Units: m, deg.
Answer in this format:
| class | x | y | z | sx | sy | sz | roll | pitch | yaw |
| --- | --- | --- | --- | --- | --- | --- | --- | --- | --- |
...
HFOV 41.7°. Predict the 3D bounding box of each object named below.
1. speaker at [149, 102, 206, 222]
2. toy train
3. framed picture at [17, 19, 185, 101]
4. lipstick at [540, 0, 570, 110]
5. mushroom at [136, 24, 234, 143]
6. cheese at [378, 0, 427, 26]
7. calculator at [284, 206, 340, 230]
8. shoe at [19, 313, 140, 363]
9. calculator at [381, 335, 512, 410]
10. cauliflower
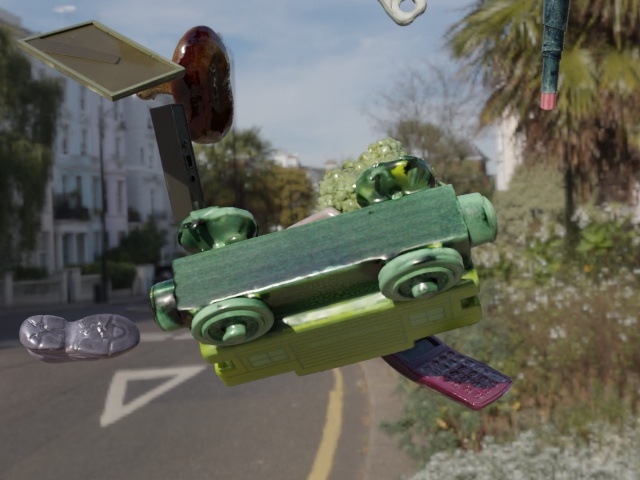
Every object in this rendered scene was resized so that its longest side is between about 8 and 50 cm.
| class | x | y | z | sx | sy | sz | roll | pitch | yaw |
| --- | --- | --- | --- | --- | --- | --- | --- | --- | --- |
| speaker | -0.231 | -0.127 | 1.379 | 0.046 | 0.191 | 0.040 | -7 | 8 | 30 |
| toy train | 0.013 | 0.057 | 1.095 | 0.441 | 0.179 | 0.272 | -15 | -32 | 4 |
| framed picture | -0.325 | -0.271 | 1.255 | 0.203 | 0.015 | 0.150 | 30 | 39 | 22 |
| lipstick | 0.478 | -0.385 | 1.724 | 0.053 | 0.234 | 0.053 | 2 | 7 | 0 |
| mushroom | -0.281 | -0.306 | 1.622 | 0.217 | 0.227 | 0.148 | 16 | 27 | 30 |
| cheese | 0.021 | -0.371 | 1.085 | 0.163 | 0.249 | 0.071 | -21 | -10 | -6 |
| calculator | 0.000 | 0.000 | 1.551 | 0.175 | 0.100 | 0.032 | -26 | 13 | 45 |
| shoe | -0.512 | 0.219 | 1.804 | 0.244 | 0.095 | 0.138 | 2 | -24 | -13 |
| calculator | 0.187 | 0.196 | 1.277 | 0.190 | 0.034 | 0.126 | 27 | 25 | 30 |
| cauliflower | 0.112 | -0.088 | 1.754 | 0.327 | 0.261 | 0.281 | 4 | 13 | -40 |
